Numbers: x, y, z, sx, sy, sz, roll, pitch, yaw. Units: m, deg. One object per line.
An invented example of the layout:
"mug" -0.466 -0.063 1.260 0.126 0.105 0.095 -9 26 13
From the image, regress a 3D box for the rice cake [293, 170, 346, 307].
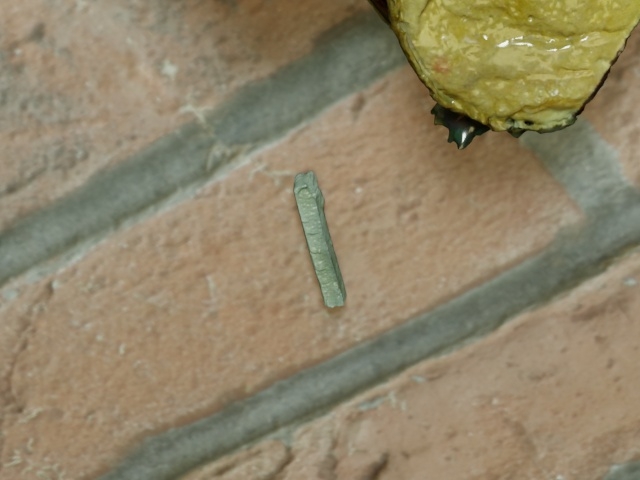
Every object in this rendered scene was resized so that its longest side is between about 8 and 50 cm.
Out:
"rice cake" 0.000 0.000 1.373 0.022 0.022 0.121 -9 125 10

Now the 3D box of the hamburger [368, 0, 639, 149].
"hamburger" 0.127 -0.215 1.147 0.211 0.132 0.309 23 123 -15
